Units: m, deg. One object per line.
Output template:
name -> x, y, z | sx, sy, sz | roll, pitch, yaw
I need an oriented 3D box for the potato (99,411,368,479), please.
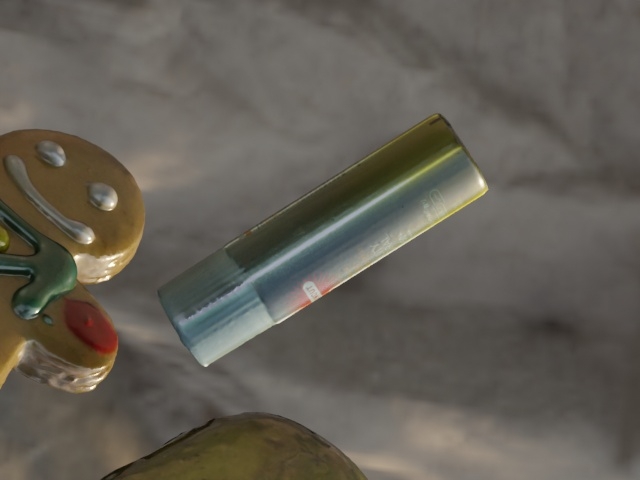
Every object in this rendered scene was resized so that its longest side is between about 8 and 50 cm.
potato -> -0.070, 0.171, 0.810 | 0.149, 0.251, 0.113 | 34, 147, 28

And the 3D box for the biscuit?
biscuit -> -0.199, 0.016, 1.063 | 0.197, 0.301, 0.049 | 43, 129, 5

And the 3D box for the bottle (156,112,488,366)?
bottle -> 0.000, 0.000, 1.613 | 0.286, 0.082, 0.082 | -32, 155, 0
